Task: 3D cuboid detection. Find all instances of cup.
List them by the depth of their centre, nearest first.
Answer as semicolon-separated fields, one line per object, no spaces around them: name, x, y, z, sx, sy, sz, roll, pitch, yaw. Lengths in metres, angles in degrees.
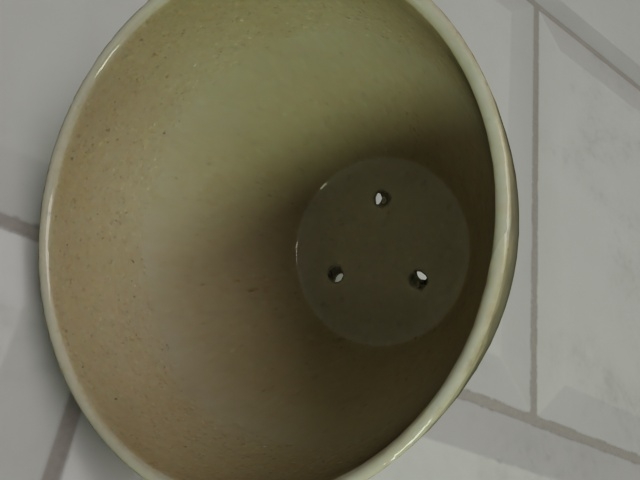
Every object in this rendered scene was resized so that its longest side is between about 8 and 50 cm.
cup;0.000;0.000;0.484;0.237;0.331;0.331;13;62;-60
